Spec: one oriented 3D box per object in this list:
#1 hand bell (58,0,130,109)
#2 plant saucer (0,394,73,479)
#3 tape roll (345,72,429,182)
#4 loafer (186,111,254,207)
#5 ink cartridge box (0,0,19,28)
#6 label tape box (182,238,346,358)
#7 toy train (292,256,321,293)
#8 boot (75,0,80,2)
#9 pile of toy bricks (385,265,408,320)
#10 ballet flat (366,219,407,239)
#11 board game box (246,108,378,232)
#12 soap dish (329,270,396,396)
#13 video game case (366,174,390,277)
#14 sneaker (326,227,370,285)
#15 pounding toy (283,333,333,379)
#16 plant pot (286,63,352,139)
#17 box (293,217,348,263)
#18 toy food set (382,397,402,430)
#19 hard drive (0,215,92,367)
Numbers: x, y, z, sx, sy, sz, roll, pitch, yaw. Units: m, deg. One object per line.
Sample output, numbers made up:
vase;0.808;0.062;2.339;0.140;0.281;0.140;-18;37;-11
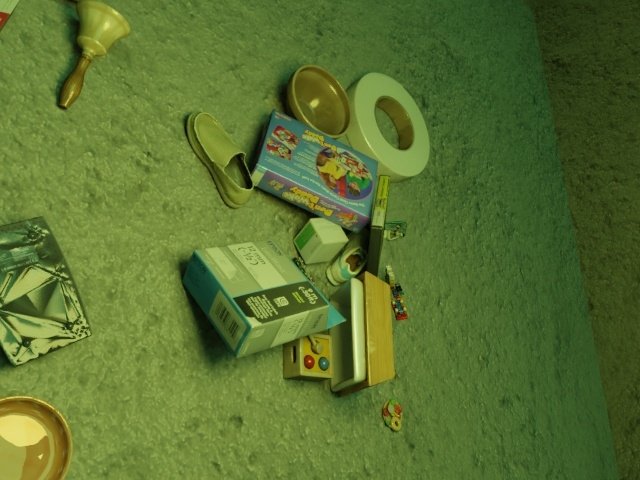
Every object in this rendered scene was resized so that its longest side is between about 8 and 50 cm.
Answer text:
hand bell;-0.529;-0.401;1.313;0.126;0.126;0.242;27;69;-34
plant saucer;-0.539;0.374;1.020;0.199;0.037;0.200;19;61;-39
tape roll;0.235;-0.395;2.041;0.391;0.072;0.393;17;63;-38
loafer;-0.244;-0.217;1.497;0.102;0.092;0.269;-36;99;-45
ink cartridge box;-0.719;-0.488;1.169;0.175;0.072;0.128;32;55;-31
label tape box;-0.112;0.116;1.395;0.347;0.115;0.249;-11;48;-43
toy train;-0.031;0.113;1.614;0.036;0.027;0.158;-35;99;-49
boot;-0.603;-0.690;1.347;0.206;0.090;0.249;27;60;-36
pile of toy bricks;0.190;0.184;1.747;0.212;0.117;0.105;-104;-173;-50
ballet flat;0.213;-0.033;1.883;0.188;0.070;0.070;0;74;-40
board game box;-0.013;-0.194;1.632;0.346;0.078;0.234;25;49;-16
soap dish;0.106;0.253;1.542;0.118;0.229;0.291;6;67;-15
video game case;0.162;-0.007;1.680;0.248;0.035;0.275;-75;170;-49
sneaker;0.106;0.041;1.726;0.087;0.092;0.229;48;46;-17
pounding toy;-0.030;0.279;1.495;0.130;0.100;0.141;16;63;-39
plant pot;-0.024;-0.399;1.768;0.237;0.109;0.238;18;62;-37
box;0.000;0.000;1.621;0.101;0.101;0.087;-7;58;-44
toy food set;0.210;0.502;1.691;0.082;0.020;0.083;45;49;-21
hard drive;-0.556;0.094;1.103;0.172;0.054;0.255;-23;90;-46
